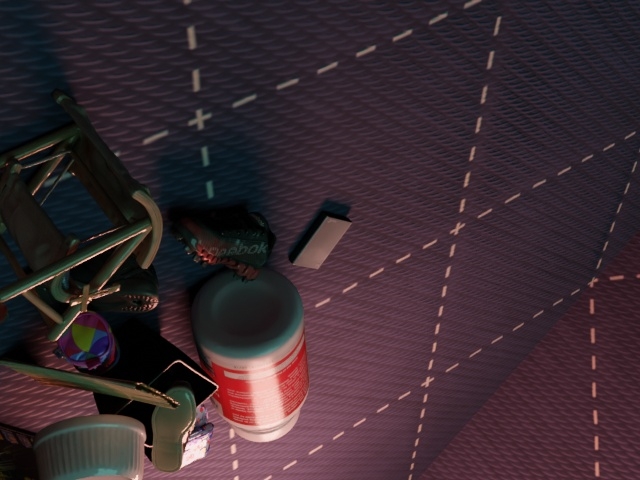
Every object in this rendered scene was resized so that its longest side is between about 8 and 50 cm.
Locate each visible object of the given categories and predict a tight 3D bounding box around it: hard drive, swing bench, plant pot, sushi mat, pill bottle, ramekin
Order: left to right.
[{"bbox_3d":[-0.387,-0.040,1.460,0.254,0.253,0.165,-39,148,-5],"label":"swing bench"},{"bbox_3d":[-0.416,0.257,1.773,0.151,0.316,0.019,47,54,-56],"label":"sushi mat"},{"bbox_3d":[-0.422,0.409,1.818,0.207,0.109,0.207,-10,151,-5],"label":"ramekin"},{"bbox_3d":[-0.349,0.269,1.946,0.188,0.167,0.187,-43,147,-1],"label":"plant pot"},{"bbox_3d":[-0.139,0.258,2.100,0.229,0.229,0.408,-30,145,-20],"label":"pill bottle"},{"bbox_3d":[0.000,0.000,2.140,0.094,0.022,0.135,12,119,-52],"label":"hard drive"}]

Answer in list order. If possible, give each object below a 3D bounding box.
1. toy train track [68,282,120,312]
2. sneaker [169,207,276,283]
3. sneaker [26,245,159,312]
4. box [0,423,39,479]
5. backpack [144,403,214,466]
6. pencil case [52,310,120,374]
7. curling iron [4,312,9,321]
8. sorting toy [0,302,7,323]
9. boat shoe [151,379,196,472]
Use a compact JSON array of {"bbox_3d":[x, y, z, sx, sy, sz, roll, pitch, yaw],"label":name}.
[{"bbox_3d":[-0.326,0.075,1.412,0.083,0.014,0.048,-18,134,-42],"label":"toy train track"},{"bbox_3d":[-0.175,-0.010,1.870,0.135,0.097,0.276,-48,150,9],"label":"sneaker"},{"bbox_3d":[-0.399,0.055,1.732,0.227,0.130,0.087,2,138,-13],"label":"sneaker"},{"bbox_3d":[-0.567,0.471,1.808,0.097,0.318,0.395,-43,147,2],"label":"box"},{"bbox_3d":[-0.316,0.410,2.197,0.158,0.117,0.173,-15,136,-38],"label":"backpack"},{"bbox_3d":[-0.413,0.190,1.767,0.104,0.104,0.236,-35,176,-11],"label":"pencil case"},{"bbox_3d":[-0.633,0.139,1.609,0.274,0.035,0.068,0,129,-47],"label":"curling iron"},{"bbox_3d":[-0.620,0.120,1.547,0.274,0.046,0.132,-23,129,-40],"label":"sorting toy"},{"bbox_3d":[-0.282,0.346,1.893,0.081,0.069,0.228,13,124,-5],"label":"boat shoe"}]
